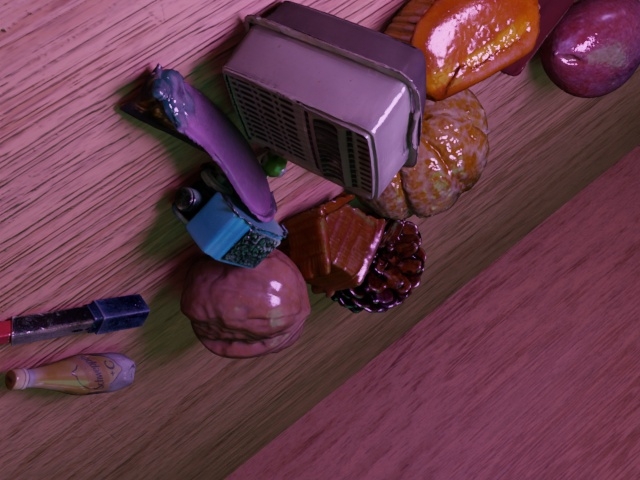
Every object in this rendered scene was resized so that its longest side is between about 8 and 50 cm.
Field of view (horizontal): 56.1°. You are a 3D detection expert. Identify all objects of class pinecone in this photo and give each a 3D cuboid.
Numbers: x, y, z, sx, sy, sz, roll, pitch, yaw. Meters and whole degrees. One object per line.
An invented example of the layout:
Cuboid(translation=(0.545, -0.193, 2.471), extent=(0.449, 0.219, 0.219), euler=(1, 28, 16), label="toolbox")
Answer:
Cuboid(translation=(0.158, 0.059, 1.614), extent=(0.298, 0.242, 0.296), euler=(-51, 168, -13), label="pinecone")

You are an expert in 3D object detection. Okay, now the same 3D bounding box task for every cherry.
Cuboid(translation=(0.687, -0.490, 1.520), extent=(0.307, 0.221, 0.261), euler=(-13, 138, -25), label="cherry")

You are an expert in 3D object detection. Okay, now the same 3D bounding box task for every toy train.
Cuboid(translation=(-0.159, -0.035, 1.063), extent=(0.112, 0.163, 0.203), euler=(-46, 156, 13), label="toy train")

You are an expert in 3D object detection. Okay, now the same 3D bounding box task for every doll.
Cuboid(translation=(-0.051, -0.176, 1.062), extent=(0.050, 0.115, 0.190), euler=(31, 114, -23), label="doll")

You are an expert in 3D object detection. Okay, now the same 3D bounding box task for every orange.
Cuboid(translation=(0.265, -0.180, 1.420), extent=(0.368, 0.210, 0.271), euler=(-43, 155, -2), label="orange")

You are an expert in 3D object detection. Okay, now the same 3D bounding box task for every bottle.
Cuboid(translation=(-0.485, 0.266, 1.180), extent=(0.083, 0.083, 0.269), euler=(-48, 155, 15), label="bottle")

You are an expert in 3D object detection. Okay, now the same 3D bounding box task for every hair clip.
Cuboid(translation=(-0.160, -0.145, 0.934), extent=(0.096, 0.110, 0.358), euler=(-48, 143, 3), label="hair clip")

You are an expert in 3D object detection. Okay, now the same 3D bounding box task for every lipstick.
Cuboid(translation=(-0.453, 0.145, 1.069), extent=(0.312, 0.051, 0.051), euler=(-5, 138, -51), label="lipstick")

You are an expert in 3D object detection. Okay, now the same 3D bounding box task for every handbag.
Cuboid(translation=(0.430, -0.491, 1.284), extent=(0.275, 0.084, 0.260), euler=(-8, 140, -52), label="handbag")

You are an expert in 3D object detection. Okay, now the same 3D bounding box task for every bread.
Cuboid(translation=(0.256, -0.366, 1.079), extent=(0.288, 0.156, 0.204), euler=(-32, 127, -9), label="bread")

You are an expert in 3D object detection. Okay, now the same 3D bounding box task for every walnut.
Cuboid(translation=(-0.148, 0.122, 1.234), extent=(0.227, 0.273, 0.273), euler=(-75, -172, -48), label="walnut")

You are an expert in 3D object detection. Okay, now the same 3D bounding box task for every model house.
Cuboid(translation=(0.001, 0.001, 1.399), extent=(0.229, 0.199, 0.220), euler=(36, 61, -36), label="model house")

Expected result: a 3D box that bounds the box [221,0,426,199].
Cuboid(translation=(0.013, -0.206, 0.881), extent=(0.166, 0.290, 0.221), euler=(-57, 161, -17), label="box")
